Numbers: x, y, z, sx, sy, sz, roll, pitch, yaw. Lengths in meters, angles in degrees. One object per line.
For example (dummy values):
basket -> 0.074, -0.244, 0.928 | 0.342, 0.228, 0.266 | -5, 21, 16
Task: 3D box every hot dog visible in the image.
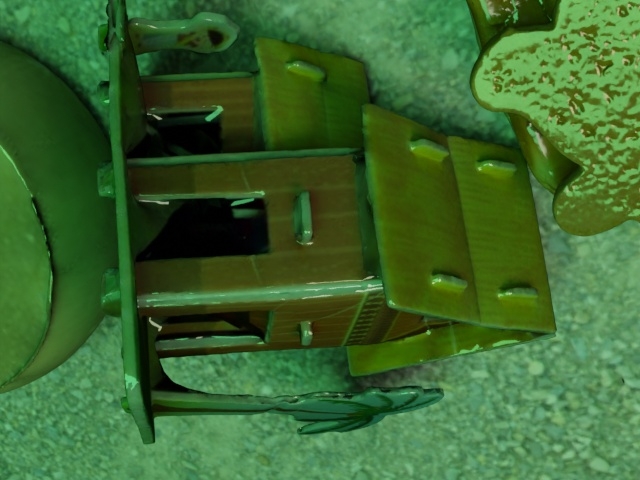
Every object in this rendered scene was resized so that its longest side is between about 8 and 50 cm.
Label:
hot dog -> 0.167, -0.145, 0.735 | 0.109, 0.072, 0.269 | -18, 106, 22

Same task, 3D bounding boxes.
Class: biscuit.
biscuit -> 0.215, -0.071, 0.694 | 0.158, 0.035, 0.240 | -35, 100, 26

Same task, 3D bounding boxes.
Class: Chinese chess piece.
Chinese chess piece -> -0.338, -0.019, 0.922 | 0.338, 0.140, 0.338 | 6, 112, 16

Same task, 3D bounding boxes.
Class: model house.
model house -> 0.000, 0.000, 0.829 | 0.324, 0.340, 0.300 | -3, 70, -6
